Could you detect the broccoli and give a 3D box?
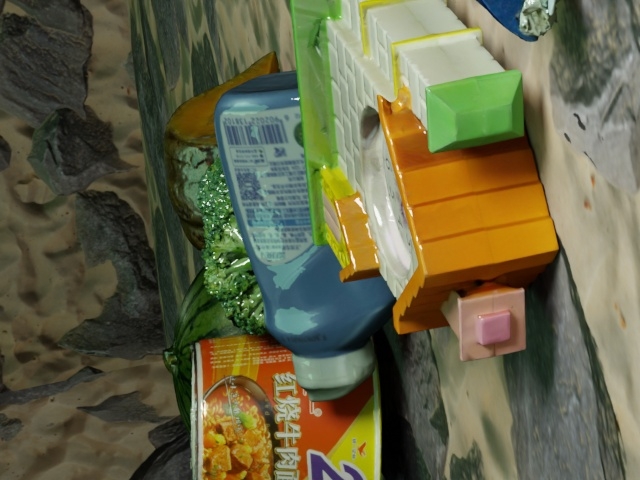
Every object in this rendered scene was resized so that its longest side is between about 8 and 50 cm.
[{"bbox_3d":[-0.037,-0.005,1.759,0.156,0.195,0.195,12,114,58],"label":"broccoli"}]

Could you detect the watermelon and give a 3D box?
[{"bbox_3d":[-0.070,0.150,2.066,0.331,0.189,0.331,167,90,-86],"label":"watermelon"}]

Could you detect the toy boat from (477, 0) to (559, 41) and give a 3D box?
[{"bbox_3d":[0.111,-0.194,0.979,0.291,0.070,0.210,-124,22,-59],"label":"toy boat"}]

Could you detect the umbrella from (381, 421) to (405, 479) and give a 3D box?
[{"bbox_3d":[0.069,0.238,1.769,0.044,0.044,0.269,-65,24,23],"label":"umbrella"}]

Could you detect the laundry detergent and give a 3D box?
[{"bbox_3d":[0.000,0.000,1.635,0.094,0.143,0.290,-41,-55,-59],"label":"laundry detergent"}]

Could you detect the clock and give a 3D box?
[{"bbox_3d":[0.066,-0.048,1.268,0.255,0.106,0.220,-119,20,-59],"label":"clock"}]

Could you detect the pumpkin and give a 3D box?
[{"bbox_3d":[-0.093,-0.087,1.949,0.248,0.126,0.131,-80,-27,-66],"label":"pumpkin"}]

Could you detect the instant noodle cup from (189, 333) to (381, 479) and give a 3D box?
[{"bbox_3d":[-0.038,0.174,1.807,0.213,0.174,0.213,180,90,-85],"label":"instant noodle cup"}]
